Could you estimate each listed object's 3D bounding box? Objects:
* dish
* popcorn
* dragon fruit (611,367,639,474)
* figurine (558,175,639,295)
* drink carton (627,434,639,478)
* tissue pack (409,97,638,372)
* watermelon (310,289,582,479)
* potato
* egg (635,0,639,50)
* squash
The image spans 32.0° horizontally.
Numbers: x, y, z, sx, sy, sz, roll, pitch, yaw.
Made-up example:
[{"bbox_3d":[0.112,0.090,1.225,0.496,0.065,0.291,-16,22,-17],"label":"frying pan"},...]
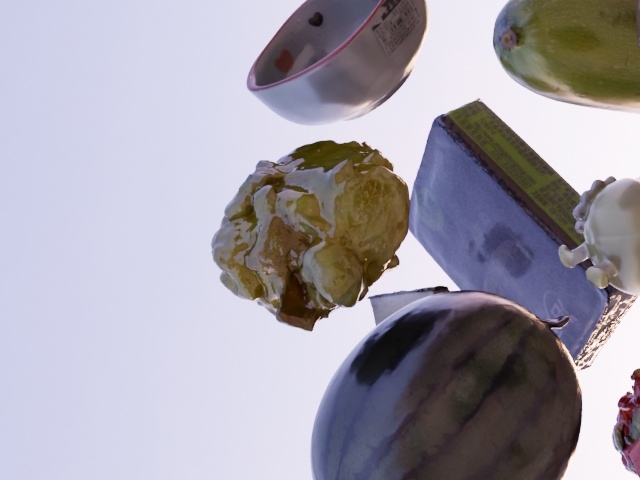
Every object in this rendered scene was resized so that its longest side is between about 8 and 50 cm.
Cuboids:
[{"bbox_3d":[0.038,-0.239,1.425,0.117,0.256,0.256,47,-132,-26],"label":"dish"},{"bbox_3d":[0.000,0.000,1.275,0.266,0.233,0.192,-89,-24,-52],"label":"popcorn"},{"bbox_3d":[0.519,0.277,1.673,0.172,0.166,0.160,58,-176,-48],"label":"dragon fruit"},{"bbox_3d":[0.420,-0.038,1.046,0.226,0.394,0.274,-120,6,-66],"label":"figurine"},{"bbox_3d":[0.554,0.318,1.563,0.223,0.096,0.071,22,-157,-16],"label":"drink carton"},{"bbox_3d":[0.310,0.005,1.749,0.124,0.394,0.288,-28,-27,-26],"label":"tissue pack"},{"bbox_3d":[0.152,0.204,1.278,0.359,0.279,0.279,-46,-52,-28],"label":"watermelon"},{"bbox_3d":[0.144,0.106,1.762,0.086,0.122,0.061,0,-99,-58],"label":"potato"},{"bbox_3d":[0.364,-0.116,0.668,0.282,0.351,0.282,-60,-12,-23],"label":"egg"},{"bbox_3d":[0.231,-0.174,0.993,0.186,0.123,0.123,1,-93,-29],"label":"squash"}]
